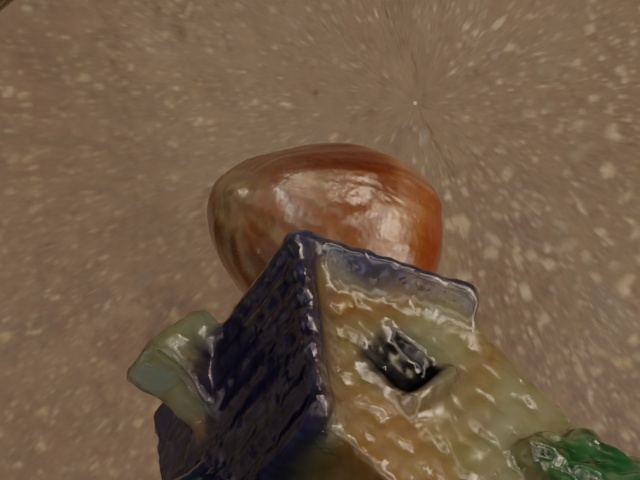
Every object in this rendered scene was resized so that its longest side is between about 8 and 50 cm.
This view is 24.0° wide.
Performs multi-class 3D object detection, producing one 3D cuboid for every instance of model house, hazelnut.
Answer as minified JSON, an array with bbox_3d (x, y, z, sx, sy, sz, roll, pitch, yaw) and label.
[{"bbox_3d":[-0.019,0.163,0.798,0.280,0.312,0.245,47,135,10],"label":"model house"},{"bbox_3d":[0.000,0.000,1.295,0.214,0.214,0.176,11,75,3],"label":"hazelnut"}]

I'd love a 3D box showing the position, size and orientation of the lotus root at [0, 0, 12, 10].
[{"bbox_3d":[-0.174,-0.183,0.685,0.111,0.375,0.390,43,118,-1],"label":"lotus root"}]
